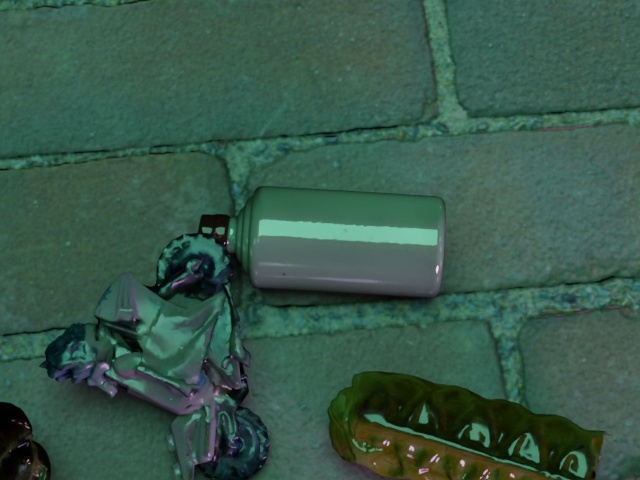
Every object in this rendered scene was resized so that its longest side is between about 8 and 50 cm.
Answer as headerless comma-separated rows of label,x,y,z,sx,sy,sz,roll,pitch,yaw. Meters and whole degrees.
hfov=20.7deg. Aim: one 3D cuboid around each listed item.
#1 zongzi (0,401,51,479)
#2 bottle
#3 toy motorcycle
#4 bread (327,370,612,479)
zongzi,-0.369,0.325,1.597,0.289,0.154,0.317,-13,86,-10
bottle,0.000,0.000,1.746,0.245,0.104,0.104,3,65,1
toy motorcycle,-0.165,0.126,1.682,0.204,0.108,0.239,-11,69,-13
bread,0.137,0.195,1.666,0.269,0.098,0.087,15,25,7
